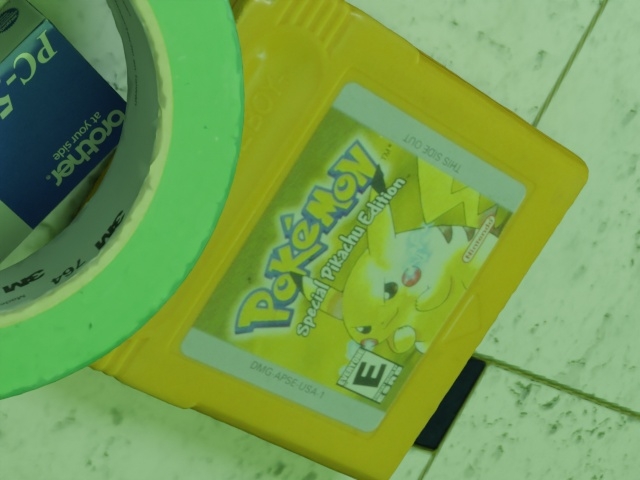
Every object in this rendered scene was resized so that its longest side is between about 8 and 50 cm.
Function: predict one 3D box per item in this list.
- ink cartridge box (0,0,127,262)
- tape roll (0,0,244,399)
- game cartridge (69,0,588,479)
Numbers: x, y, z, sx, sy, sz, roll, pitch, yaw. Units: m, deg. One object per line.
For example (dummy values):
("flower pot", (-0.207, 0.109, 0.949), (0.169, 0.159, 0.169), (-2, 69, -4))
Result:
("ink cartridge box", (-0.211, -0.034, 0.992), (0.207, 0.046, 0.097), (-45, 131, -4))
("tape roll", (-0.202, -0.073, 0.904), (0.321, 0.077, 0.321), (-5, 106, -18))
("game cartridge", (0.000, 0.000, 1.143), (0.323, 0.052, 0.285), (27, 98, -40))
